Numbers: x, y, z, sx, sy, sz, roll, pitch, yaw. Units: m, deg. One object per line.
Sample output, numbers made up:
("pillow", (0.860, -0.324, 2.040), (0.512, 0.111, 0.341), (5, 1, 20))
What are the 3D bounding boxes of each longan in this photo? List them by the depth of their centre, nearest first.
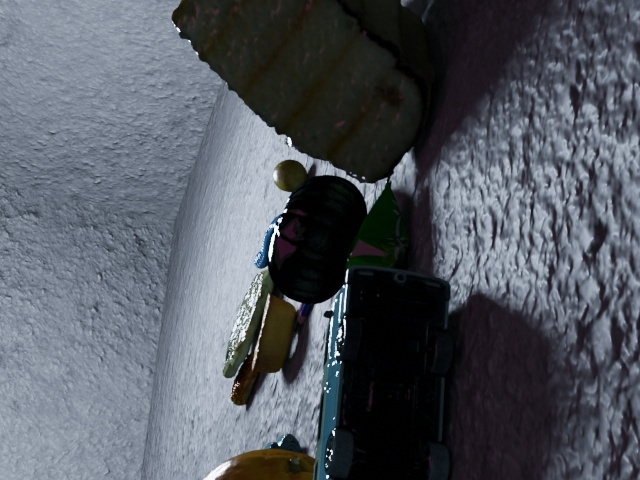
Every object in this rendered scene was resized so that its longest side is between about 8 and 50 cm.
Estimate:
("longan", (-0.057, -0.121, 2.196), (0.083, 0.075, 0.075), (63, 170, -9))

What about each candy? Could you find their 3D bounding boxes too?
("candy", (0.072, 0.026, 1.482), (0.203, 0.078, 0.141), (-83, 14, -47))

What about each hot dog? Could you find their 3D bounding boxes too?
("hot dog", (-0.152, 0.280, 2.239), (0.062, 0.038, 0.144), (-93, 21, -51))

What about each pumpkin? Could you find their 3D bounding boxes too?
("pumpkin", (0.000, 0.000, 1.665), (0.202, 0.140, 0.202), (22, -90, -83))

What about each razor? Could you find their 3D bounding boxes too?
("razor", (-0.097, -0.004, 2.271), (0.082, 0.042, 0.253), (-63, 2, -29))

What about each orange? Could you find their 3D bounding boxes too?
("orange", (-0.062, 0.361, 1.396), (0.193, 0.219, 0.219), (-67, 13, -3))

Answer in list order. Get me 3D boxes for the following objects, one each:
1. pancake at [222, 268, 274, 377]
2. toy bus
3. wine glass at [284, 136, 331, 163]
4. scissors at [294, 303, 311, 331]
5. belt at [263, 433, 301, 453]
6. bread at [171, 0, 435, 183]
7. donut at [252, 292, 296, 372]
("pancake", (-0.147, 0.166, 2.268), (0.253, 0.037, 0.253), (-156, 90, -82))
("toy bus", (0.063, 0.180, 1.241), (0.165, 0.133, 0.271), (123, 155, -66))
("wine glass", (0.027, -0.254, 1.845), (0.126, 0.126, 0.241), (-96, 22, -54))
("scissors", (-0.027, 0.116, 1.937), (0.039, 0.012, 0.113), (-95, 22, -55))
("belt", (-0.071, 0.397, 1.745), (0.179, 0.100, 0.065), (-65, 8, -19))
("bread", (0.014, -0.294, 1.611), (0.239, 0.395, 0.264), (-46, 3, 30))
("donut", (-0.086, 0.174, 2.006), (0.152, 0.058, 0.152), (-165, 90, -85))
